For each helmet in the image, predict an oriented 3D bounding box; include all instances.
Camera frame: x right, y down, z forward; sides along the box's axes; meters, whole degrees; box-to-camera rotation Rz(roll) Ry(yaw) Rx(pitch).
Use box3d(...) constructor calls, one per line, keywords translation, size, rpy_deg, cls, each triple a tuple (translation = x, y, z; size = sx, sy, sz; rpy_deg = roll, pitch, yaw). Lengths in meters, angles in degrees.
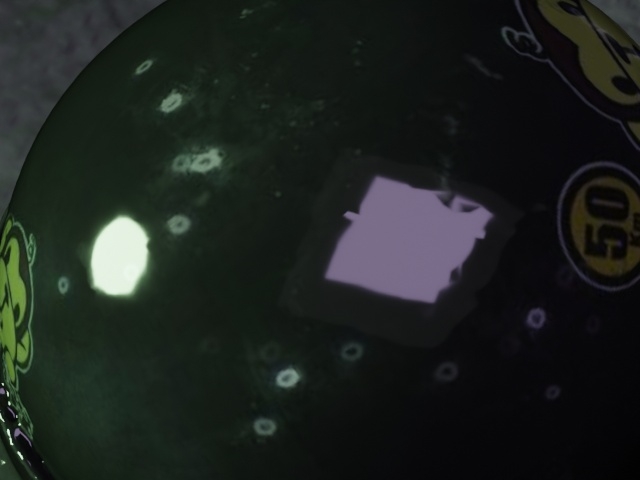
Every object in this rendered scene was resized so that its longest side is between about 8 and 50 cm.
box3d(translation=(0.000, 0.000, 0.592), size=(0.279, 0.160, 0.230), rpy_deg=(-13, 63, -5), cls="helmet")
